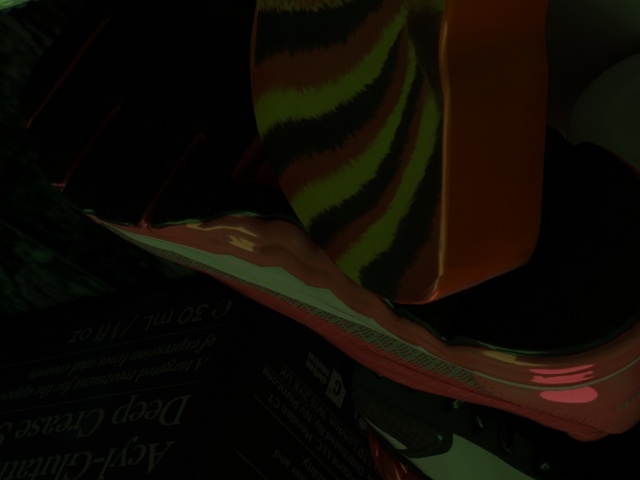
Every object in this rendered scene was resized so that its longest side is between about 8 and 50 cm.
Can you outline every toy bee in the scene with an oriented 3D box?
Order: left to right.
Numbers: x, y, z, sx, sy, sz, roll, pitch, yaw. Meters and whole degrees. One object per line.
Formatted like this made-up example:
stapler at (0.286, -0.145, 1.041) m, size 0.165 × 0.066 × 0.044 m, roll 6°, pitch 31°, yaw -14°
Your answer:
toy bee at (0.025, -0.142, 0.478) m, size 0.162 × 0.298 × 0.195 m, roll 29°, pitch -169°, yaw 37°

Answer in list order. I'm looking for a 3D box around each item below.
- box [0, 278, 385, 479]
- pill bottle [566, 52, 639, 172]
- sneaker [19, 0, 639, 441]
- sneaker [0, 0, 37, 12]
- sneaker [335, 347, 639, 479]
box at (-0.135, 0.245, 0.822) m, size 0.293 × 0.395 × 0.212 m, roll -13°, pitch 133°, yaw 37°
pill bottle at (0.153, 0.000, 0.629) m, size 0.086 × 0.086 × 0.152 m, roll 4°, pitch 141°, yaw 22°
sneaker at (0.000, 0.001, 0.626) m, size 0.313 × 0.116 × 0.136 m, roll 27°, pitch 159°, yaw 31°
sneaker at (-0.111, -0.136, 0.623) m, size 0.135 × 0.052 × 0.058 m, roll -12°, pitch 123°, yaw 27°
sneaker at (0.085, 0.078, 0.686) m, size 0.135 × 0.097 × 0.276 m, roll 60°, pitch 164°, yaw -25°
